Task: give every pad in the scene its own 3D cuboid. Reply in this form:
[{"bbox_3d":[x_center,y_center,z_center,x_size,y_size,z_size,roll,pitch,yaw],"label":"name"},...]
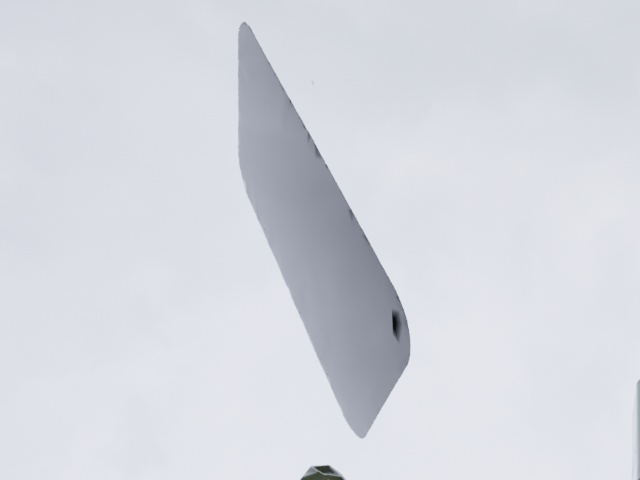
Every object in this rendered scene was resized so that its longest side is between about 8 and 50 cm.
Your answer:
[{"bbox_3d":[-0.001,0.001,0.579,0.063,0.315,0.376,-14,-121,-19],"label":"pad"}]

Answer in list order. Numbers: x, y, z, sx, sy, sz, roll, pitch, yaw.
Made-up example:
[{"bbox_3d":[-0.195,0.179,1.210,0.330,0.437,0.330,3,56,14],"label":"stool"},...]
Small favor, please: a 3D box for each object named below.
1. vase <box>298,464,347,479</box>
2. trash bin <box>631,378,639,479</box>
[{"bbox_3d":[0.083,0.543,0.932,0.360,0.165,0.165,39,-112,13],"label":"vase"},{"bbox_3d":[0.691,0.410,1.031,0.222,0.158,0.343,5,-161,25],"label":"trash bin"}]
